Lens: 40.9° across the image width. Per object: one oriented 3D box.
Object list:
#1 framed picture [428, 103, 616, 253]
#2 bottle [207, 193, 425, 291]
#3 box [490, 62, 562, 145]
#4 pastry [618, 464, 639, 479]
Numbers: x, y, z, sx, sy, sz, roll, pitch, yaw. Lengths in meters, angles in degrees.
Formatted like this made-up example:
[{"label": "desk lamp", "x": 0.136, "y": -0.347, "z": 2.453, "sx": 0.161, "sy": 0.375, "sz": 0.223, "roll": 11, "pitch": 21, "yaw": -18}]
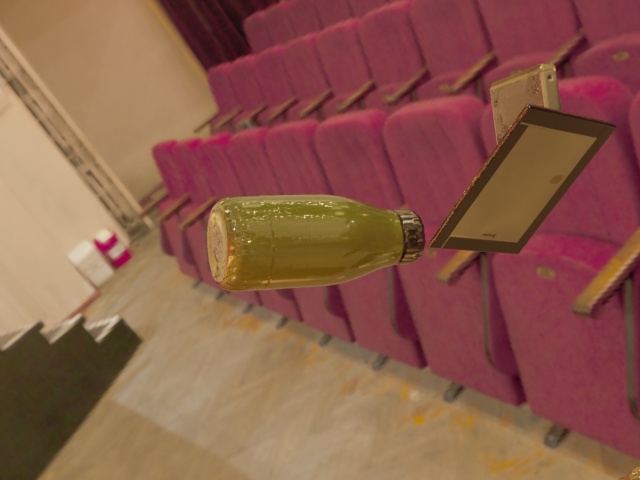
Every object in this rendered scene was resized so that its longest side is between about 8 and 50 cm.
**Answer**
[{"label": "framed picture", "x": 0.388, "y": -0.105, "z": 1.654, "sx": 0.347, "sy": 0.265, "sz": 0.016, "roll": -60, "pitch": 44, "yaw": 32}, {"label": "bottle", "x": 0.000, "y": 0.000, "z": 1.035, "sx": 0.260, "sy": 0.112, "sz": 0.112, "roll": -2, "pitch": 7, "yaw": -22}, {"label": "box", "x": 0.477, "y": -0.288, "z": 2.000, "sx": 0.045, "sy": 0.211, "sz": 0.270, "roll": -8, "pitch": 4, "yaw": -14}, {"label": "pastry", "x": 0.502, "y": 0.394, "z": 1.113, "sx": 0.329, "sy": 0.330, "sz": 0.136, "roll": -31, "pitch": 19, "yaw": 13}]
